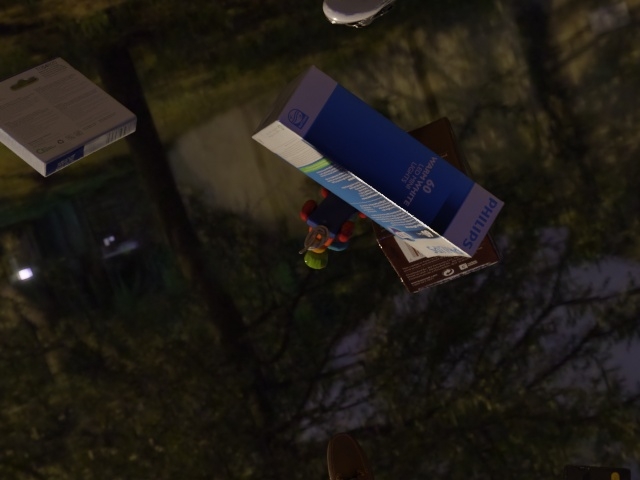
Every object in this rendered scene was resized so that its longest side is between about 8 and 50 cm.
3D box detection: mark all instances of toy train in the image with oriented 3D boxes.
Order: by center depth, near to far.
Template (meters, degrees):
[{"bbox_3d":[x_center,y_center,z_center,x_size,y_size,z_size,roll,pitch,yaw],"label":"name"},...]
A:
[{"bbox_3d":[0.000,0.000,1.806,0.248,0.105,0.143,-49,164,-45],"label":"toy train"}]

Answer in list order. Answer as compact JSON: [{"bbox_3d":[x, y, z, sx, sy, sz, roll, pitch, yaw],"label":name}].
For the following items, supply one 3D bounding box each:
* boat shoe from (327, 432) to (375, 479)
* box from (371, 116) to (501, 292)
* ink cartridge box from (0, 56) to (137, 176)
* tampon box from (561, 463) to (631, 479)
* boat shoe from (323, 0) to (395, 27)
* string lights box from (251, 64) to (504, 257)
[{"bbox_3d":[0.050,0.354,1.346,0.064,0.178,0.060,-12,150,-3],"label":"boat shoe"},{"bbox_3d":[0.179,-0.057,1.565,0.168,0.167,0.203,-21,-131,14],"label":"box"},{"bbox_3d":[-0.500,-0.235,1.759,0.223,0.224,0.045,-36,156,-39],"label":"ink cartridge box"},{"bbox_3d":[0.433,0.430,1.488,0.101,0.120,0.161,1,157,13],"label":"tampon box"},{"bbox_3d":[0.071,-0.405,1.623,0.228,0.080,0.076,-46,164,-47],"label":"boat shoe"},{"bbox_3d":[0.060,-0.079,1.053,0.077,0.260,0.133,-59,-167,-9],"label":"string lights box"}]
